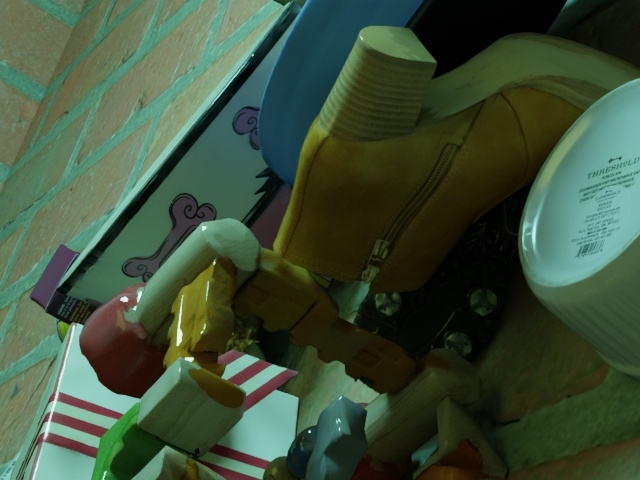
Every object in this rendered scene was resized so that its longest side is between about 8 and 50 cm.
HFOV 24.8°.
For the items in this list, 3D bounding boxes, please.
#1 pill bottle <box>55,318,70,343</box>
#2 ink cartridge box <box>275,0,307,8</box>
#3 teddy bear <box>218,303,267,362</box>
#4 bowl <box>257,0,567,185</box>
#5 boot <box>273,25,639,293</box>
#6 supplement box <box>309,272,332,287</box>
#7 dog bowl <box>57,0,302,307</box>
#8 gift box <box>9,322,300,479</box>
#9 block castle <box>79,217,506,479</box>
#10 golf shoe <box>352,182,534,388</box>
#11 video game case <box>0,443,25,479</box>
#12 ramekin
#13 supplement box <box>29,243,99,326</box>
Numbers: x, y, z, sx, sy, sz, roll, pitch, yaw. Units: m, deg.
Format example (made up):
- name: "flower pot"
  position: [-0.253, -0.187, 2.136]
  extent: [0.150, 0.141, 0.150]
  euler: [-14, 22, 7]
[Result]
- name: "pill bottle"
  position: [-0.274, 0.099, 1.933]
  extent: [0.184, 0.103, 0.103]
  euler: [-22, 43, 57]
- name: "ink cartridge box"
  position: [0.008, -0.428, 1.973]
  extent: [0.211, 0.121, 0.289]
  euler: [-60, 22, -2]
- name: "teddy bear"
  position: [-0.171, 0.203, 1.575]
  extent: [0.338, 0.113, 0.245]
  euler: [-47, 23, 28]
- name: "bowl"
  position: [0.107, -0.188, 1.247]
  extent: [0.391, 0.077, 0.391]
  euler: [-44, -17, -17]
- name: "boot"
  position: [0.119, -0.051, 1.132]
  extent: [0.104, 0.295, 0.211]
  euler: [-112, 34, -49]
- name: "supplement box"
  position: [0.000, 0.000, 1.538]
  extent: [0.083, 0.055, 0.043]
  euler: [-59, 20, -2]
- name: "dog bowl"
  position: [-0.104, -0.062, 1.602]
  extent: [0.408, 0.150, 0.408]
  euler: [-50, 8, 10]
- name: "gift box"
  position: [-0.142, 0.240, 1.296]
  extent: [0.255, 0.276, 0.258]
  euler: [-91, 22, -46]
- name: "block castle"
  position: [-0.045, 0.233, 1.013]
  extent: [0.213, 0.303, 0.453]
  euler: [-45, 25, 33]
- name: "golf shoe"
  position: [0.121, 0.014, 1.244]
  extent: [0.273, 0.105, 0.120]
  euler: [-56, 0, 6]
- name: "video game case"
  position: [-0.255, 0.211, 1.549]
  extent: [0.232, 0.042, 0.210]
  euler: [-55, 20, -20]
- name: "ramekin"
  position: [0.230, -0.016, 0.997]
  extent: [0.207, 0.109, 0.207]
  euler: [-45, 26, 30]
- name: "supplement box"
  position: [-0.247, 0.087, 1.778]
  extent: [0.080, 0.188, 0.104]
  euler: [-61, 22, -4]
